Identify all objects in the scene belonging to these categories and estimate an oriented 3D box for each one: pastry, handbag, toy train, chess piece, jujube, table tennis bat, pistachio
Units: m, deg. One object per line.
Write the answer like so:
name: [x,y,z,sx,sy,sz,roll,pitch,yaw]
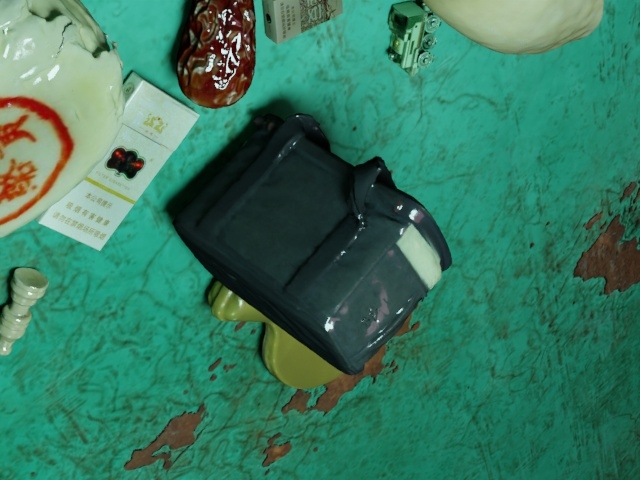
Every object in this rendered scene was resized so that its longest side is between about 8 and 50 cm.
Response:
pastry: [-0.277,-0.109,1.143,0.264,0.133,0.265,-24,146,-17]
handbag: [0.000,0.000,1.477,0.181,0.254,0.181,-49,146,-11]
toy train: [0.096,-0.215,1.570,0.053,0.033,0.083,-14,131,-31]
chess piece: [-0.294,0.073,1.428,0.035,0.035,0.092,0,126,-45]
jujube: [-0.095,-0.188,1.373,0.077,0.077,0.129,-11,118,-39]
table tennis bat: [-0.015,0.083,1.704,0.321,0.050,0.198,14,110,-54]
pistachio: [0.194,-0.290,1.479,0.299,0.187,0.187,15,110,-52]

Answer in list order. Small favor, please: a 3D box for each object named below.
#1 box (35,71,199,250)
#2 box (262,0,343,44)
box: [-0.195,-0.074,1.405,0.167,0.024,0.090,-53,143,6]
box: [-0.017,-0.233,1.446,0.083,0.024,0.053,-29,139,-23]
